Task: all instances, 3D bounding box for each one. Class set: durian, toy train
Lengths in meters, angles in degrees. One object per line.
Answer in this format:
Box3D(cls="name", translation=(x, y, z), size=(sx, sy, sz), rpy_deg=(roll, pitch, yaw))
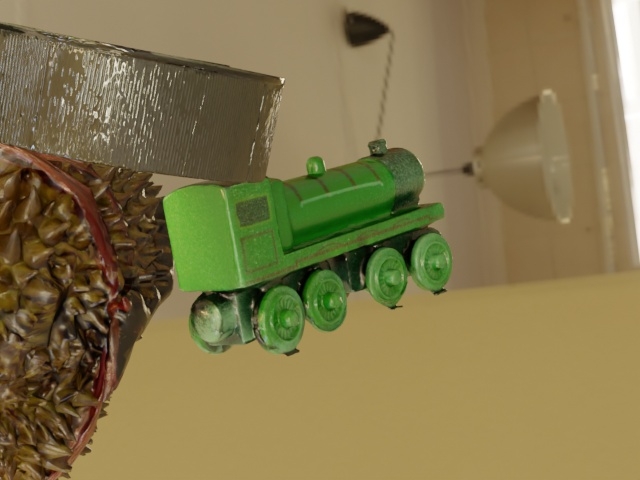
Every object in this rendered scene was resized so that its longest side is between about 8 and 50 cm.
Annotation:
Box3D(cls="durian", translation=(-0.287, 0.045, 0.996), size=(0.384, 0.348, 0.347), rpy_deg=(-15, -83, -71))
Box3D(cls="toy train", translation=(0.000, 0.000, 0.819), size=(0.251, 0.085, 0.119), rpy_deg=(-20, -78, -50))

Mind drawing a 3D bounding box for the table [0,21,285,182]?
Box3D(cls="table", translation=(-0.083, -0.056, 0.471), size=(0.133, 0.133, 0.043), rpy_deg=(-5, -72, -67))
